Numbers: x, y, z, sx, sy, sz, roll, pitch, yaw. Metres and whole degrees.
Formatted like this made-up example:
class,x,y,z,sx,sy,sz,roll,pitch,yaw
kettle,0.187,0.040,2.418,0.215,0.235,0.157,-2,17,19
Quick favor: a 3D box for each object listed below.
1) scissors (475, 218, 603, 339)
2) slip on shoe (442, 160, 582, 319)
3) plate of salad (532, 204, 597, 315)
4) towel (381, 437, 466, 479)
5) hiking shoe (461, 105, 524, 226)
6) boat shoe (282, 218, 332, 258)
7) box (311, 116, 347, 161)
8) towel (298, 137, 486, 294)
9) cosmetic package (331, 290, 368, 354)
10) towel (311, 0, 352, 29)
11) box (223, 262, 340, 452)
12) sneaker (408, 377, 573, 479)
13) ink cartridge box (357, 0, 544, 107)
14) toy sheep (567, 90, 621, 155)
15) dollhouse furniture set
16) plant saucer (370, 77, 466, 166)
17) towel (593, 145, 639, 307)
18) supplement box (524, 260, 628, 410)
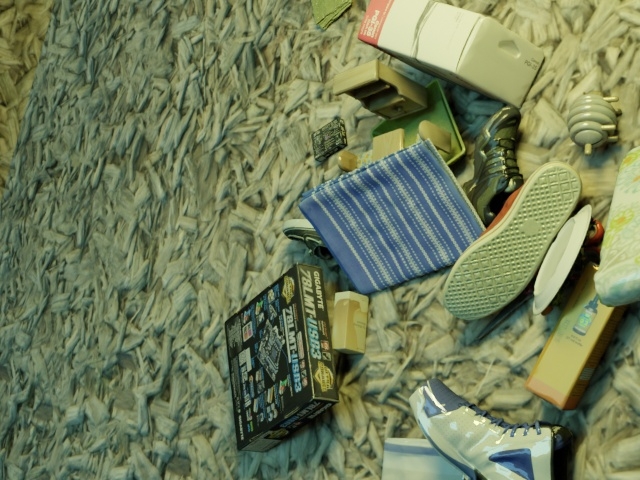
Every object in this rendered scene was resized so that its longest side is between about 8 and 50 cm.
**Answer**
class,x,y,z,sx,sy,sz,roll,pitch,yaw
scissors,0.373,0.067,1.978,0.297,0.021,0.109,-34,55,33
slip on shoe,0.332,0.002,1.978,0.331,0.123,0.101,-55,1,15
plate of salad,0.399,0.036,1.853,0.200,0.048,0.200,-64,-2,-4
towel,0.175,0.488,2.010,0.209,0.034,0.285,-5,72,45
hiking shoe,0.331,-0.126,2.055,0.114,0.086,0.227,25,101,36
boat shoe,0.000,0.000,2.334,0.219,0.077,0.070,5,78,44
box,0.018,-0.215,2.437,0.083,0.018,0.067,-30,56,35
towel,0.132,-0.033,2.122,0.336,0.243,0.040,-23,16,42
cosmetic package,0.057,0.161,2.229,0.041,0.060,0.115,-11,70,44
towel,0.021,-0.554,2.553,0.110,0.027,0.148,-34,55,34
box,-0.083,0.239,2.296,0.293,0.073,0.296,-39,49,43
sneaker,0.306,0.331,1.862,0.182,0.127,0.315,-45,66,14
ink cartridge box,0.240,-0.363,2.128,0.283,0.207,0.117,31,99,47
toy sheep,0.461,-0.200,1.937,0.091,0.091,0.132,-18,45,40
dollhouse furniture set,0.114,-0.193,2.159,0.212,0.161,0.242,-16,65,41
plant saucer,0.198,-0.187,2.225,0.188,0.045,0.188,-37,52,30
towel,0.572,-0.067,1.649,0.320,0.090,0.374,-26,23,36
supplement box,0.421,0.155,1.843,0.078,0.080,0.233,30,99,31
